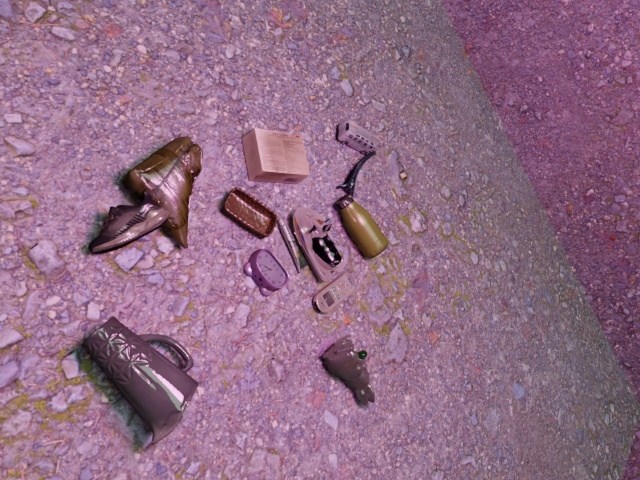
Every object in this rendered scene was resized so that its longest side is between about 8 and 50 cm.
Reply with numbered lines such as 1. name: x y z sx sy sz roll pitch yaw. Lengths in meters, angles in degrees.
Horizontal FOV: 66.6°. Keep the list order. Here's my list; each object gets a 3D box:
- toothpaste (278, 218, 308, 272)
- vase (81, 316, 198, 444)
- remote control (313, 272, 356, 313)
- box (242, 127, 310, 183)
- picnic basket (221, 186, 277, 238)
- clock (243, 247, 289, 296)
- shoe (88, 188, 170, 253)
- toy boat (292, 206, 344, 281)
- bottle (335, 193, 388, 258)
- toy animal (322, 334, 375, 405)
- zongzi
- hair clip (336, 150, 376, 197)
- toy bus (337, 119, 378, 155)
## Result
1. toothpaste: -0.101 0.015 1.719 0.049 0.031 0.204 -29 95 -40
2. vase: -0.454 0.327 1.247 0.301 0.156 0.251 47 35 -9
3. remote control: 0.052 0.190 1.775 0.221 0.042 0.078 -33 97 -41
4. box: -0.158 -0.300 1.743 0.211 0.095 0.168 -1 76 -41
5. picnic basket: -0.238 -0.089 1.626 0.193 0.054 0.110 36 55 -25
6. clock: -0.176 0.105 1.609 0.153 0.050 0.110 53 49 -12
7. shoe: -0.526 -0.050 1.316 0.227 0.099 0.112 -28 95 -17
8. toy boat: -0.002 0.006 1.741 0.140 0.140 0.270 -34 111 -42
9. bottle: 0.156 -0.060 1.905 0.260 0.112 0.112 55 49 -9
10. toy animal: 0.112 0.458 1.696 0.252 0.127 0.125 64 34 -21
11. zongzi: -0.409 -0.151 1.463 0.274 0.125 0.251 53 57 -17
12. hair clip: 0.159 -0.289 2.010 0.083 0.048 0.275 41 61 -17
13. toy bus: 0.163 -0.435 2.063 0.193 0.089 0.087 21 62 -34
